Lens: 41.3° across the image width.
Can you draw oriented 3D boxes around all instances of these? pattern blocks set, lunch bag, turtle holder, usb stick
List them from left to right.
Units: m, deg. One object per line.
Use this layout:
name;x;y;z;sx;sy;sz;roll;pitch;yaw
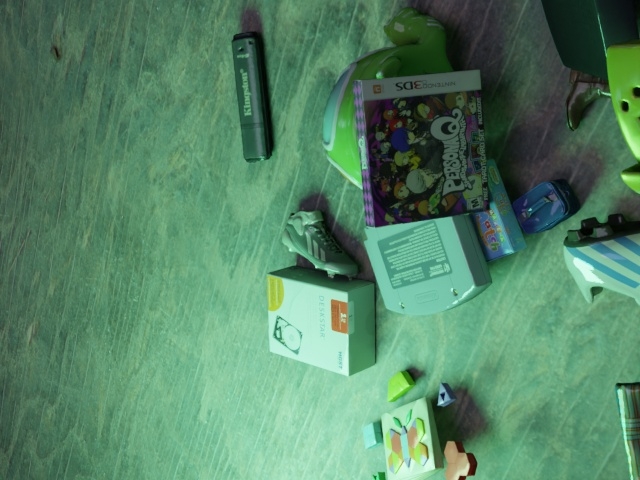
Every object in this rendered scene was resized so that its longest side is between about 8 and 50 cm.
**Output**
usb stick;-0.148;-0.308;1.838;0.077;0.045;0.278;2;101;44
turtle holder;0.113;-0.236;1.473;0.227;0.243;0.320;12;113;59
pattern blocks set;0.172;0.390;1.625;0.325;0.026;0.285;-57;36;43
lunch bag;0.369;-0.056;1.387;0.098;0.065;0.067;-41;71;42

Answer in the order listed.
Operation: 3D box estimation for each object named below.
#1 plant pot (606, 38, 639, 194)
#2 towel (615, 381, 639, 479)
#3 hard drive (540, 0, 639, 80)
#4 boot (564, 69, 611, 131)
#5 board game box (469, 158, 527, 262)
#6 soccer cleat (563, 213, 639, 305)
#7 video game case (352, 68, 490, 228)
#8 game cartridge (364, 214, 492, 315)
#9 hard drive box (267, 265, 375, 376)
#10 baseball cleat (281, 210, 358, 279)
plant pot;0.524;-0.166;1.109;0.228;0.227;0.207;10;112;42
towel;0.597;0.381;1.242;0.271;0.040;0.370;-10;92;28
hard drive;0.372;-0.350;1.209;0.254;0.054;0.172;65;173;-28
boot;0.438;-0.217;1.307;0.114;0.037;0.106;11;110;37
board game box;0.254;-0.032;1.485;0.211;0.039;0.160;-29;78;60
soccer cleat;0.518;0.025;1.245;0.331;0.116;0.143;-8;106;49
video game case;0.162;-0.147;1.344;0.042;0.210;0.232;-162;65;-69
game cartridge;0.189;0.034;1.537;0.297;0.062;0.198;-23;89;62
hard drive box;0.000;0.162;1.775;0.232;0.089;0.181;9;106;42
baseball cleat;0.000;0.000;1.751;0.206;0.072;0.109;25;110;33
